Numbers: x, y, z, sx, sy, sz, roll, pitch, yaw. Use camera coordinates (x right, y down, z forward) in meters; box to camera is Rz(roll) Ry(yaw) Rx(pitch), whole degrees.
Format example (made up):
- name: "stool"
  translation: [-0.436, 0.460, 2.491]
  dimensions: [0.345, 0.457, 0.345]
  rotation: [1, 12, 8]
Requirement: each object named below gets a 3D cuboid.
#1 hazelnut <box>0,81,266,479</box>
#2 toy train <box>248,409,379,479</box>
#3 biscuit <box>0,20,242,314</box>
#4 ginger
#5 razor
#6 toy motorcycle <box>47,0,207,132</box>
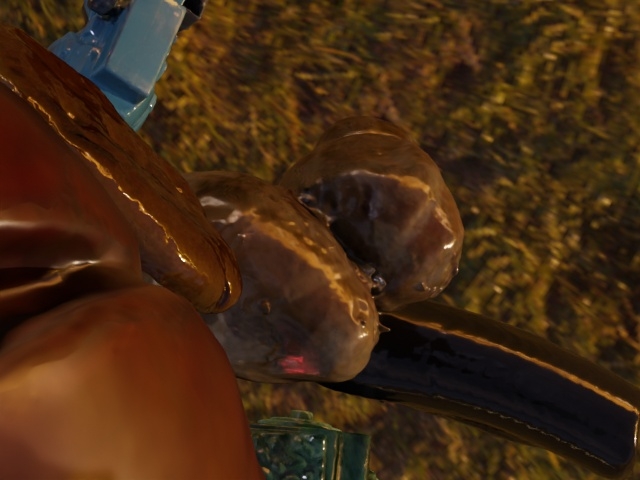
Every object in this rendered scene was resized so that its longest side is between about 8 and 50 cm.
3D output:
- name: "hazelnut"
  translation: [-0.182, 0.120, 0.582]
  dimensions: [0.359, 0.359, 0.409]
  rotation: [-24, 142, -6]
- name: "toy train"
  translation: [-0.082, 0.245, 1.742]
  dimensions: [0.299, 0.238, 0.167]
  rotation: [4, 80, -1]
- name: "biscuit"
  translation: [-0.118, -0.044, 0.942]
  dimensions: [0.036, 0.212, 0.212]
  rotation: [-41, 105, 4]
- name: "ginger"
  translation: [0.000, 0.000, 1.419]
  dimensions: [0.304, 0.244, 0.155]
  rotation: [-26, 129, -32]
- name: "razor"
  translation: [0.155, 0.132, 1.662]
  dimensions: [0.349, 0.204, 0.113]
  rotation: [18, 87, 7]
- name: "toy motorcycle"
  translation: [-0.157, -0.115, 1.171]
  dimensions: [0.123, 0.182, 0.272]
  rotation: [34, 59, -23]
